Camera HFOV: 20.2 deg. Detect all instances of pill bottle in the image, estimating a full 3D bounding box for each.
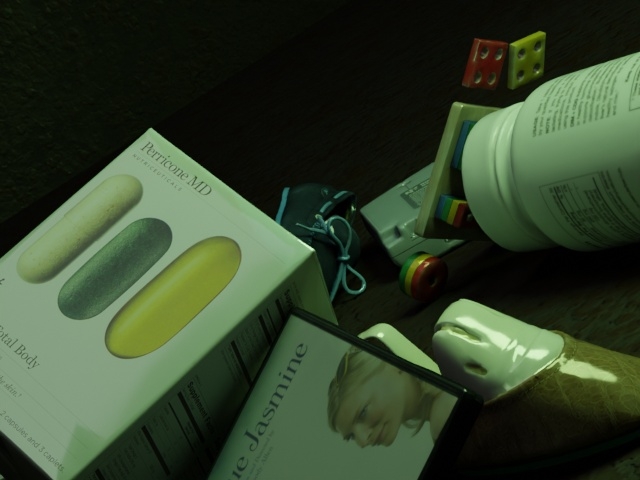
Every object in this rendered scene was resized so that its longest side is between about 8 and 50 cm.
[{"bbox_3d":[0.268,-0.078,1.558,0.283,0.160,0.160,-13,20,47],"label":"pill bottle"}]

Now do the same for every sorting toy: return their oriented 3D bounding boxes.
[{"bbox_3d":[0.166,-0.067,1.720,0.046,0.274,0.132,25,15,39],"label":"sorting toy"}]

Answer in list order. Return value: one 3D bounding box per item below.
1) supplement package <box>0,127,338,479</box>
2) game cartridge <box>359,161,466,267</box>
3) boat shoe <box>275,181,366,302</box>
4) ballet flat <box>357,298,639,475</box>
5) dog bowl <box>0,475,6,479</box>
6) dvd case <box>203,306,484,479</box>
[{"bbox_3d":[-0.145,0.095,1.431,0.263,0.198,0.199,-43,58,-18],"label":"supplement package"},{"bbox_3d":[0.189,-0.072,1.931,0.297,0.062,0.198,-29,9,-1],"label":"game cartridge"},{"bbox_3d":[0.000,0.000,1.890,0.089,0.109,0.258,-6,33,6],"label":"boat shoe"},{"bbox_3d":[0.085,0.111,1.307,0.342,0.124,0.116,-18,17,38],"label":"ballet flat"},{"bbox_3d":[-0.247,0.181,1.667,0.349,0.102,0.349,-25,22,11],"label":"dog bowl"},{"bbox_3d":[0.002,0.154,1.249,0.253,0.022,0.180,21,85,60],"label":"dvd case"}]
